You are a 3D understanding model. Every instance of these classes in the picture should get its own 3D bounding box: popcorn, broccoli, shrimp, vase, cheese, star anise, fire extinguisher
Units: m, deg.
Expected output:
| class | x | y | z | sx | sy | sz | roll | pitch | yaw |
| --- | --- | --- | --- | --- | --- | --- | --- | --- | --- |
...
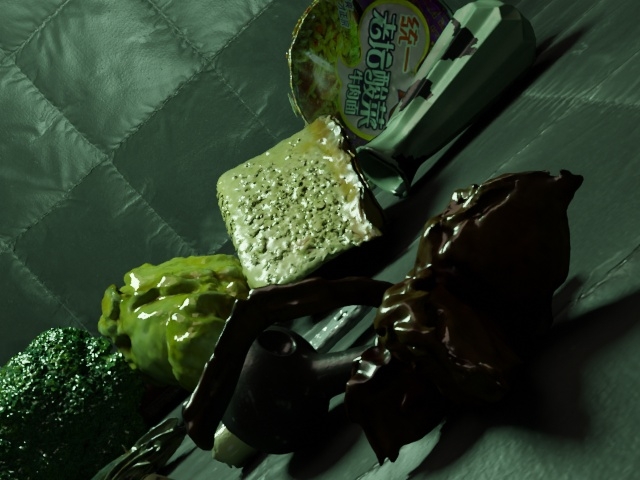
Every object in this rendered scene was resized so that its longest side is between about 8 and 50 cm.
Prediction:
| class | x | y | z | sx | sy | sz | roll | pitch | yaw |
| --- | --- | --- | --- | --- | --- | --- | --- | --- | --- |
| popcorn | -0.182 | 0.114 | 1.331 | 0.286 | 0.174 | 0.225 | 8 | 32 | 45 |
| broccoli | -0.361 | 0.261 | 1.303 | 0.269 | 0.241 | 0.261 | 36 | 89 | 36 |
| shrimp | -0.281 | 0.345 | 1.134 | 0.296 | 0.058 | 0.169 | -45 | 14 | 12 |
| vase | 0.210 | -0.239 | 1.505 | 0.360 | 0.165 | 0.165 | -50 | 10 | -15 |
| cheese | -0.031 | 0.145 | 0.985 | 0.235 | 0.050 | 0.127 | -44 | 8 | -7 |
| star anise | 0.050 | 0.073 | 0.660 | 0.346 | 0.148 | 0.237 | -26 | 9 | 16 |
| fire extinguisher | -0.232 | 0.195 | 1.492 | 0.269 | 0.105 | 0.105 | -43 | 8 | 2 |
| vase | -0.005 | 0.127 | 0.821 | 0.182 | 0.120 | 0.120 | -18 | 19 | 25 |

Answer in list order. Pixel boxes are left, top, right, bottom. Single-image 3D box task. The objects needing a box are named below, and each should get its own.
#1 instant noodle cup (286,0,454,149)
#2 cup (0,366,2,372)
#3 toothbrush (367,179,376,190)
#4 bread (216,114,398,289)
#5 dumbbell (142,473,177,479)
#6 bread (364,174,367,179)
| class | x | y | z | sx | sy | sz | roll | pitch | yaw |
| --- | --- | --- | --- | --- | --- | --- | --- | --- | --- |
| instant noodle cup | 0.092 | -0.322 | 1.742 | 0.340 | 0.340 | 0.266 | -42 | 8 | 0 |
| cup | -0.585 | 0.344 | 1.477 | 0.257 | 0.311 | 0.331 | -49 | 3 | -22 |
| toothbrush | 0.194 | -0.200 | 1.776 | 0.294 | 0.026 | 0.028 | -43 | 9 | 0 |
| bread | 0.000 | 0.000 | 1.378 | 0.248 | 0.279 | 0.315 | -25 | 48 | 5 |
| dumbbell | -0.141 | 0.274 | 0.737 | 0.231 | 0.092 | 0.082 | -118 | 46 | -81 |
| bread | -0.044 | -0.110 | 1.962 | 0.187 | 0.155 | 0.338 | -40 | 7 | -17 |
